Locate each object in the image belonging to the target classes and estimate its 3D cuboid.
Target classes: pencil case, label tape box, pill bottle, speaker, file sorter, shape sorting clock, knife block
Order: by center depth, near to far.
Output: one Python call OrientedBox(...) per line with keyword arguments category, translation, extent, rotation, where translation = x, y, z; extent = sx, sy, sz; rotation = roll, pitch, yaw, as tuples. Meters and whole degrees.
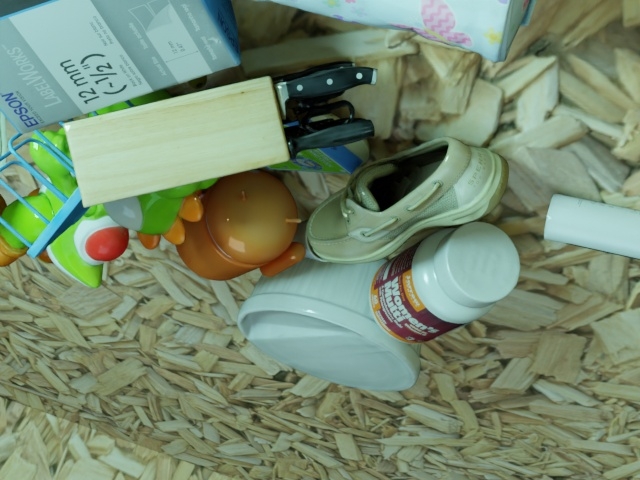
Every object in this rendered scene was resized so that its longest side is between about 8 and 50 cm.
OrientedBox(category="pencil case", translation=(0.047, -0.233, 1.157), extent=(0.273, 0.114, 0.124), rotation=(15, 168, 11))
OrientedBox(category="label tape box", translation=(-0.279, -0.220, 1.258), extent=(0.347, 0.115, 0.249), rotation=(-18, 146, 8))
OrientedBox(category="knife block", translation=(-0.081, -0.114, 1.364), extent=(0.242, 0.088, 0.275), rotation=(-7, -170, 43))
OrientedBox(category="file sorter", translation=(-0.282, -0.089, 1.492), extent=(0.104, 0.118, 0.170), rotation=(42, 119, -3))
OrientedBox(category="speaker", translation=(0.319, -0.014, 1.520), extent=(0.136, 0.055, 0.055), rotation=(13, 157, 15))
OrientedBox(category="shape sorting clock", translation=(-0.043, -0.124, 1.575), extent=(0.206, 0.040, 0.206), rotation=(15, 166, 4))
OrientedBox(category="pill bottle", translation=(0.155, 0.053, 1.720), extent=(0.121, 0.121, 0.221), rotation=(25, 158, -13))

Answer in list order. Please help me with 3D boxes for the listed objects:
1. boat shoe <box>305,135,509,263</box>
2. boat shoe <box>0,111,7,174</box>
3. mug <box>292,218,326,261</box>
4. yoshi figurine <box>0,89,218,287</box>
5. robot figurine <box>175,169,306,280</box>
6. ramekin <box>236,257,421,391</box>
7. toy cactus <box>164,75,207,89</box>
OrientedBox(category="boat shoe", translation=(0.074, -0.052, 1.555), extent=(0.098, 0.109, 0.302), rotation=(27, 152, -32))
OrientedBox(category="boat shoe", translation=(-0.421, -0.120, 1.644), extent=(0.084, 0.233, 0.079), rotation=(12, 158, -18))
OrientedBox(category="mug", translation=(-0.003, 0.002, 1.815), extent=(0.078, 0.062, 0.064), rotation=(38, 160, -25))
OrientedBox(category="yoshi figurine", translation=(-0.274, -0.089, 1.665), extent=(0.362, 0.204, 0.203), rotation=(-18, 131, 38))
OrientedBox(category="robot figurine", translation=(-0.108, -0.019, 1.762), extent=(0.219, 0.128, 0.158), rotation=(-24, 89, 60))
OrientedBox(category="ramekin", translation=(0.026, 0.103, 1.933), extent=(0.272, 0.127, 0.273), rotation=(17, 158, 7))
OrientedBox(category="toy cactus", translation=(-0.191, -0.203, 1.461), extent=(0.218, 0.112, 0.180), rotation=(4, 164, 14))
